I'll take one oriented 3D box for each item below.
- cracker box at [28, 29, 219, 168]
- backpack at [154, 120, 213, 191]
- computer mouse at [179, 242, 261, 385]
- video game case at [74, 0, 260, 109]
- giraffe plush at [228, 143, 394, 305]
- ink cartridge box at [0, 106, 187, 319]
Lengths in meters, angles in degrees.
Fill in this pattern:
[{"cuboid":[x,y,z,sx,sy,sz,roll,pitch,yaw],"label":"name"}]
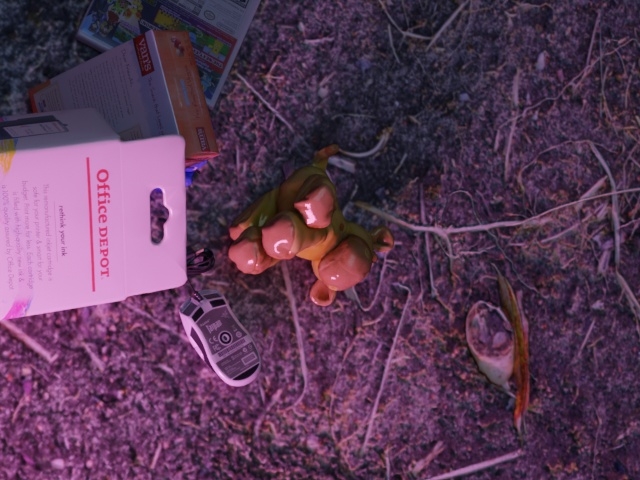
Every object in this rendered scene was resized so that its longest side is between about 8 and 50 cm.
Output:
[{"cuboid":[-0.238,-0.142,1.715,0.067,0.232,0.155,-9,83,-51],"label":"cracker box"},{"cuboid":[-0.185,-0.115,1.795,0.098,0.120,0.101,6,78,-24],"label":"backpack"},{"cuboid":[-0.146,0.102,1.816,0.106,0.042,0.193,-28,86,-30],"label":"computer mouse"},{"cuboid":[-0.196,-0.295,1.880,0.201,0.023,0.183,28,70,-18],"label":"video game case"},{"cuboid":[0.000,0.000,1.852,0.170,0.181,0.210,50,30,-19],"label":"giraffe plush"},{"cuboid":[-0.335,-0.029,1.617,0.354,0.119,0.207,-8,116,-22],"label":"ink cartridge box"}]
